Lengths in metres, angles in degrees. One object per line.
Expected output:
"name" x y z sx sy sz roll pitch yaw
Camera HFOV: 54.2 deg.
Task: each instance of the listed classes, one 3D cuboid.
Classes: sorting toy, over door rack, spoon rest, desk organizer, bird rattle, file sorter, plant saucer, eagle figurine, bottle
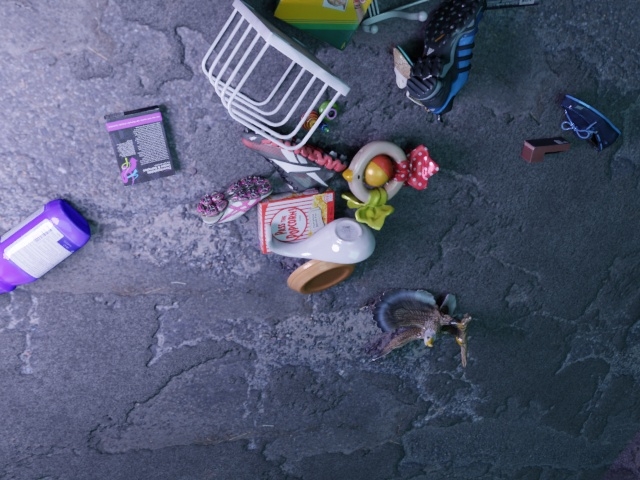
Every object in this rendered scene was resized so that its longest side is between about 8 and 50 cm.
"sorting toy" 0.004 -0.285 1.476 0.102 0.042 0.061 -27 127 -6
"over door rack" 0.217 -0.606 1.322 0.324 0.108 0.239 -25 131 -7
"spoon rest" 0.000 0.000 1.557 0.276 0.137 0.084 1 143 -8
"desk organizer" 0.637 -0.256 1.768 0.130 0.047 0.050 -8 125 -19
"bird rattle" 0.164 -0.158 1.558 0.253 0.143 0.207 -41 131 4
"file sorter" -0.105 -0.329 1.256 0.193 0.278 0.173 26 109 -34
"plant saucer" 0.011 0.089 1.651 0.200 0.037 0.200 -21 158 -9
"eagle figurine" 0.298 0.262 1.884 0.298 0.225 0.226 2 78 8
"bottle" -0.642 0.032 1.359 0.283 0.092 0.118 -37 127 1

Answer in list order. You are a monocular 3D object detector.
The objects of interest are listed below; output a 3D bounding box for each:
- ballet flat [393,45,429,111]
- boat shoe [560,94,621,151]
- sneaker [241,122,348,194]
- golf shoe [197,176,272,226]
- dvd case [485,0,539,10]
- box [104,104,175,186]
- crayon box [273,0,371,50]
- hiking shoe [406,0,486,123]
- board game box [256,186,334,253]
"ballet flat" 0.224 -0.378 1.501 0.067 0.073 0.206 -39 125 21
"boat shoe" 0.749 -0.316 1.744 0.258 0.109 0.089 25 111 -31
"sneaker" -0.071 -0.184 1.471 0.276 0.097 0.135 16 110 -32
"golf shoe" -0.201 -0.093 1.500 0.186 0.067 0.086 -22 150 -7
"dvd case" 0.455 -0.657 1.457 0.164 0.018 0.221 -11 124 -16
"box" -0.391 -0.204 1.363 0.116 0.029 0.162 -15 123 -14
"crayon box" 0.039 -0.539 1.234 0.165 0.081 0.278 22 131 -16
"hiking shoe" 0.302 -0.435 1.452 0.132 0.113 0.304 36 80 -48
"board game box" -0.062 -0.054 1.588 0.193 0.045 0.147 -11 123 -17
